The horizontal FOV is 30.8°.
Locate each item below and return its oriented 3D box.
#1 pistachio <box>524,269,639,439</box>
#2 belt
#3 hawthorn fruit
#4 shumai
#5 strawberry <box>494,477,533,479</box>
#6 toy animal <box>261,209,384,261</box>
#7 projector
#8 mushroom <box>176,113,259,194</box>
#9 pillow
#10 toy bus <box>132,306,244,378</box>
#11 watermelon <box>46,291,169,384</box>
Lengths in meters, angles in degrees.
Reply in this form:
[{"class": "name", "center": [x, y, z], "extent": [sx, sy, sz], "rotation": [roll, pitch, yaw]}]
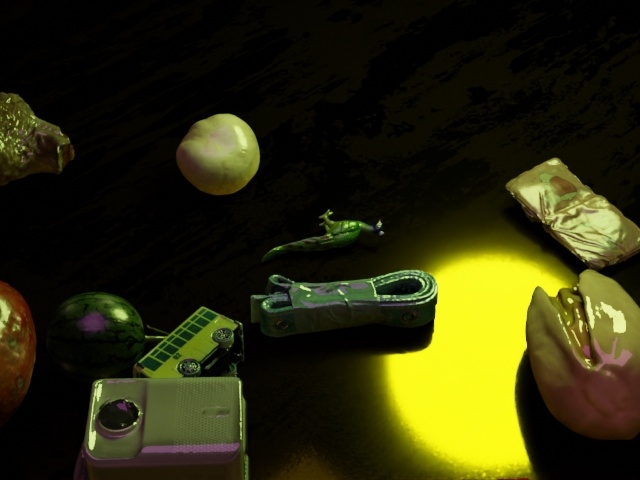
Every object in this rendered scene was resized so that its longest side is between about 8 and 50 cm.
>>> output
[{"class": "pistachio", "center": [0.407, 0.167, 1.722], "extent": [0.187, 0.188, 0.299], "rotation": [0, 36, -1]}, {"class": "belt", "center": [0.039, 0.099, 1.857], "extent": [0.302, 0.072, 0.087], "rotation": [-3, 46, -7]}, {"class": "hawthorn fruit", "center": [-0.526, 0.165, 1.659], "extent": [0.258, 0.258, 0.262], "rotation": [2, 10, 2]}, {"class": "shumai", "center": [-0.541, -0.162, 2.103], "extent": [0.175, 0.166, 0.206], "rotation": [23, 43, -8]}, {"class": "strawberry", "center": [0.218, 0.392, 1.384], "extent": [0.257, 0.277, 0.257], "rotation": [1, 38, -1]}, {"class": "toy animal", "center": [-0.003, -0.012, 2.003], "extent": [0.216, 0.041, 0.075], "rotation": [-12, 45, -7]}, {"class": "projector", "center": [-0.215, 0.289, 1.565], "extent": [0.242, 0.177, 0.163], "rotation": [-1, 40, 0]}, {"class": "mushroom", "center": [-0.185, -0.154, 2.107], "extent": [0.154, 0.122, 0.154], "rotation": [3, 78, -14]}, {"class": "pillow", "center": [0.443, -0.042, 2.033], "extent": [0.135, 0.049, 0.248], "rotation": [-25, 52, -24]}, {"class": "toy bus", "center": [-0.199, 0.186, 1.746], "extent": [0.101, 0.088, 0.175], "rotation": [25, 45, 26]}, {"class": "watermelon", "center": [-0.317, 0.146, 1.751], "extent": [0.187, 0.141, 0.141], "rotation": [-3, 42, -13]}]
